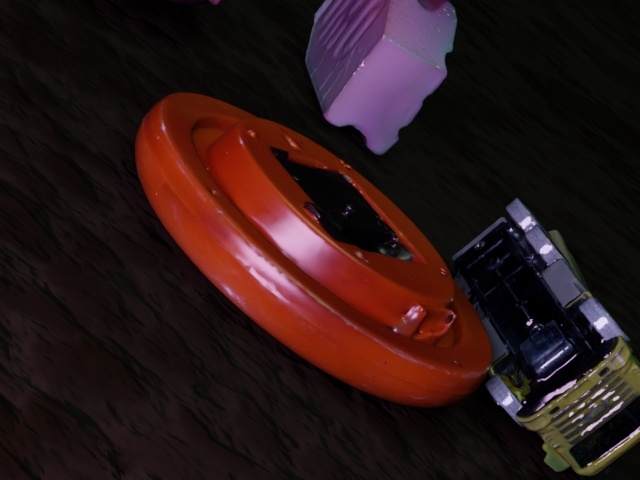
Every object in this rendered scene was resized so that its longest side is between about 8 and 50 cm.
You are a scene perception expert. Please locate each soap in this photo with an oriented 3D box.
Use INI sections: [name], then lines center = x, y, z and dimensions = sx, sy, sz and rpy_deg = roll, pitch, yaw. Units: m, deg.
[soap]
center = 0.039, -0.133, 1.266
dimensions = 0.056, 0.100, 0.149
rpy_deg = 33, 18, -22

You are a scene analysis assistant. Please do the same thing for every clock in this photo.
[clock]
center = 0.000, 0.000, 0.917
dimensions = 0.205, 0.051, 0.205
rpy_deg = 37, 15, -12

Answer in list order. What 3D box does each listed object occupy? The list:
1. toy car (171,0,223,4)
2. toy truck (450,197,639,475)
[toy car]
center = -0.131, -0.316, 1.129
dimensions = 0.341, 0.240, 0.271
rpy_deg = 40, 16, -2
[toy truck]
center = 0.124, 0.055, 1.005
dimensions = 0.100, 0.077, 0.169
rpy_deg = 46, 7, -31
